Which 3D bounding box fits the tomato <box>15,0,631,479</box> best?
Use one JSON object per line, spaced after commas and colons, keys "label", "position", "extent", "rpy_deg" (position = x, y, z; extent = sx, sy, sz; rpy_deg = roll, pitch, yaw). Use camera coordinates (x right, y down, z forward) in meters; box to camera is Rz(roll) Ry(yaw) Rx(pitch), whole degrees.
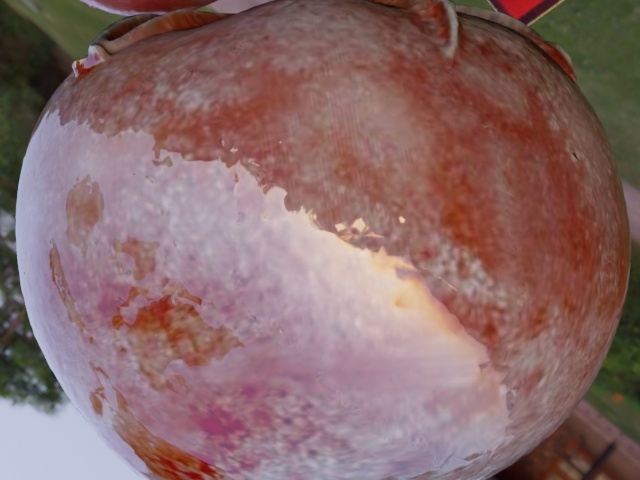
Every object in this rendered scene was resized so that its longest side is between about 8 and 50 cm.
{"label": "tomato", "position": [0.000, 0.000, 0.652], "extent": [0.316, 0.317, 0.282], "rpy_deg": [90, 176, -90]}

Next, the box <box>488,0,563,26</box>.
{"label": "box", "position": [0.161, -0.320, 1.082], "extent": [0.240, 0.074, 0.153], "rpy_deg": [49, 131, -8]}

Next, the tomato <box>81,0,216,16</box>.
{"label": "tomato", "position": [-0.136, -0.255, 0.777], "extent": [0.233, 0.200, 0.139], "rpy_deg": [46, -162, 3]}
